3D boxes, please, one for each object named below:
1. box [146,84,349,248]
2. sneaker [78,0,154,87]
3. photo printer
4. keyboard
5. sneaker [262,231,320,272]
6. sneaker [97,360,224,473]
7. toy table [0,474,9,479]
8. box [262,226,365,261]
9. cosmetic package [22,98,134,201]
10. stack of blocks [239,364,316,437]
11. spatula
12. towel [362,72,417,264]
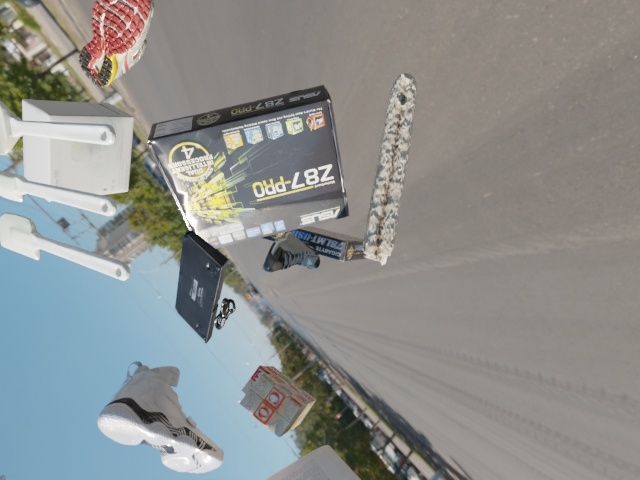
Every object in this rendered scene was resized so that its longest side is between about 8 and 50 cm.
[{"bbox_3d":[-0.148,-0.157,1.029,0.097,0.394,0.318,-104,2,-48],"label":"box"},{"bbox_3d":[-0.360,-0.376,0.797,0.225,0.093,0.088,-24,113,42],"label":"sneaker"},{"bbox_3d":[-0.002,0.623,0.988,0.307,0.256,0.107,9,118,63],"label":"photo printer"},{"bbox_3d":[-0.161,0.077,0.624,0.108,0.023,0.180,40,135,19],"label":"keyboard"},{"bbox_3d":[-0.066,0.045,1.204,0.132,0.086,0.229,26,-158,4],"label":"sneaker"},{"bbox_3d":[-0.409,0.483,1.221,0.366,0.137,0.210,39,-154,-24],"label":"sneaker"},{"bbox_3d":[-1.031,0.722,1.249,0.161,0.252,0.274,58,161,-9],"label":"toy table"},{"bbox_3d":[0.000,0.000,1.484,0.295,0.073,0.293,14,-174,21],"label":"box"},{"bbox_3d":[-0.641,-0.242,1.171,0.138,0.224,0.224,29,118,28],"label":"cosmetic package"},{"bbox_3d":[-0.123,0.428,1.204,0.171,0.087,0.297,34,170,15],"label":"stack of blocks"},{"bbox_3d":[-0.273,-0.052,0.430,0.242,0.019,0.168,12,108,31],"label":"spatula"},{"bbox_3d":[0.111,-0.103,0.713,0.049,0.282,0.187,9,180,4],"label":"towel"}]
